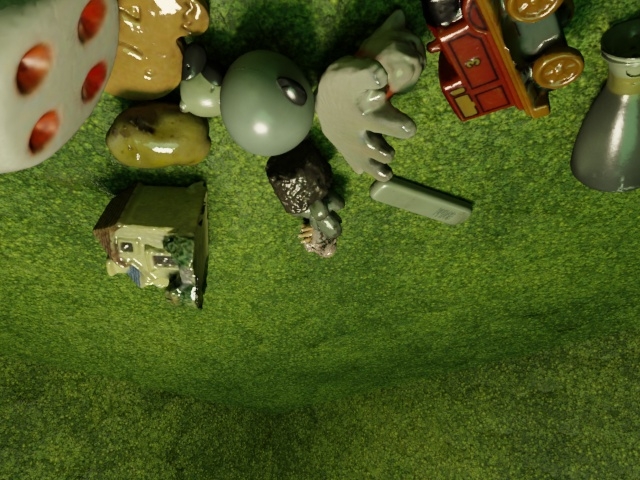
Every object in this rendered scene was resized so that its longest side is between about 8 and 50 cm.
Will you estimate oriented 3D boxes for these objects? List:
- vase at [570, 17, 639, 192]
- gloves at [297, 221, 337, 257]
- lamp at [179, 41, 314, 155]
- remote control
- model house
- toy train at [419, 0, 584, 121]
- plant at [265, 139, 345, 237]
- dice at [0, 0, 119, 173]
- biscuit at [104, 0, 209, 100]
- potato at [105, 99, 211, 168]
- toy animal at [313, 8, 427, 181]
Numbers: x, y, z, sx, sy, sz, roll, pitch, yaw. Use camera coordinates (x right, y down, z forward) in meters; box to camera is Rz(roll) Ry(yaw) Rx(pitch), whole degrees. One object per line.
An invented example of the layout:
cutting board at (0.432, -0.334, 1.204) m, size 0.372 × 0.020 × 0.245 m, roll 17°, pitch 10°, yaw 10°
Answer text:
vase at (0.609, -0.261, 0.896) m, size 0.173 × 0.173 × 0.321 m, roll -11°, pitch 139°, yaw 14°
gloves at (-0.001, -0.006, 1.299) m, size 0.094 × 0.110 × 0.144 m, roll -20°, pitch 172°, yaw 13°
lamp at (-0.129, -0.258, 0.827) m, size 0.243 × 0.198 × 0.198 m, roll 21°, pitch 146°, yaw 7°
remote control at (0.275, -0.102, 1.216) m, size 0.309 × 0.038 × 0.090 m, roll 14°, pitch 144°, yaw -21°
model house at (-0.427, 0.026, 1.157) m, size 0.266 × 0.261 × 0.321 m, roll 6°, pitch 131°, yaw -7°
toy train at (0.298, -0.343, 0.757) m, size 0.231 × 0.163 × 0.369 m, roll -15°, pitch 145°, yaw 34°
plant at (-0.025, -0.108, 1.096) m, size 0.149 × 0.147 × 0.274 m, roll -15°, pitch 144°, yaw 15°
dice at (-0.485, -0.295, 0.602) m, size 0.304 × 0.304 × 0.277 m, roll 25°, pitch 141°, yaw -9°
biscuit at (-0.332, -0.382, 0.759) m, size 0.275 × 0.052 × 0.355 m, roll 11°, pitch 143°, yaw -18°
potato at (-0.327, -0.213, 0.923) m, size 0.200 × 0.155 × 0.137 m, roll -6°, pitch 125°, yaw -6°
toy animal at (0.111, -0.266, 0.875) m, size 0.266 × 0.188 × 0.308 m, roll 7°, pitch 155°, yaw 44°
